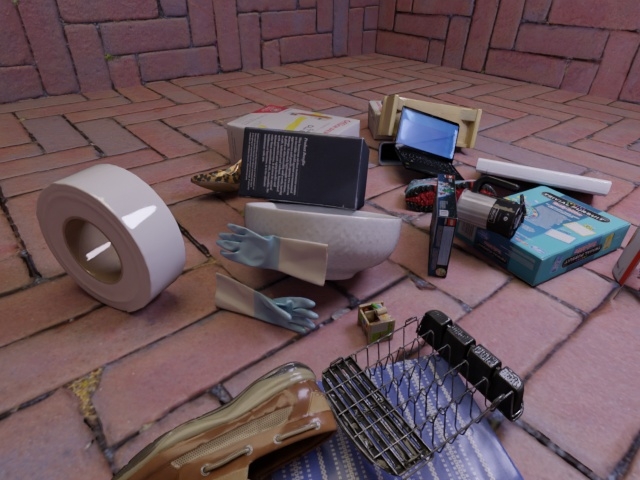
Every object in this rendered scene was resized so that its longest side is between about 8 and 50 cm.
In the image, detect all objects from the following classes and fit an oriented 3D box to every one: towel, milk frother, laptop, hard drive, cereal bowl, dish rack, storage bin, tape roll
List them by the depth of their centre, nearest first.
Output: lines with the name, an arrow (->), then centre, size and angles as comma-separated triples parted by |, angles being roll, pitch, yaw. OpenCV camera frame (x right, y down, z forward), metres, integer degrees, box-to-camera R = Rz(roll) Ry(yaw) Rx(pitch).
towel -> 0.093, 0.296, 0.616 | 0.335, 0.040, 0.243 | -9, 36, -11
dish rack -> 0.147, 0.222, 0.628 | 0.271, 0.074, 0.208 | -22, 40, -24
tape roll -> -0.410, 0.000, 0.825 | 0.286, 0.286, 0.100 | 14, 35, 20
cereal bowl -> 0.000, 0.000, 0.915 | 0.338, 0.141, 0.339 | 6, 8, -1
milk frother -> 0.417, -0.076, 1.005 | 0.134, 0.129, 0.143 | 24, -3, 32
hard drive -> 0.681, -0.200, 1.309 | 0.353, 0.047, 0.233 | 16, 14, 23
laptop -> 0.386, -0.325, 1.421 | 0.234, 0.137, 0.264 | 13, 32, -12
storage bin -> 0.272, -0.332, 1.531 | 0.135, 0.098, 0.091 | -2, 23, -4

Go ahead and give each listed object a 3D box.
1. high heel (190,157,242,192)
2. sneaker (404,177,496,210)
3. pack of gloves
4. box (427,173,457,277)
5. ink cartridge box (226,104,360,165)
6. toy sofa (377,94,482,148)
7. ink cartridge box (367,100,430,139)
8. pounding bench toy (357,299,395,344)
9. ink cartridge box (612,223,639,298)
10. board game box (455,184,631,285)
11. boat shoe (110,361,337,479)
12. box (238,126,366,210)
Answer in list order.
high heel -> -0.269, -0.246, 1.290 | 0.261, 0.186, 0.093 | -2, -9, -21
sneaker -> 0.383, -0.152, 1.242 | 0.261, 0.104, 0.125 | 4, 31, 4
pack of gloves -> -0.108, 0.079, 0.785 | 0.232, 0.195, 0.046 | 13, 24, 17
box -> 0.296, -0.043, 1.019 | 0.044, 0.159, 0.233 | 7, 34, 12
ink cartridge box -> -0.087, -0.343, 1.466 | 0.384, 0.160, 0.279 | 17, 36, 23
toy sofa -> 0.405, -0.450, 1.600 | 0.362, 0.150, 0.177 | 5, 14, -12
ink cartridge box -> 0.348, -0.516, 1.787 | 0.272, 0.114, 0.197 | 0, 34, -4
pounding bench toy -> 0.105, 0.142, 0.798 | 0.052, 0.083, 0.065 | -9, 35, -15
ink cartridge box -> 0.695, 0.030, 0.933 | 0.179, 0.145, 0.045 | -27, 47, -34
board game box -> 0.562, -0.028, 1.077 | 0.336, 0.079, 0.254 | -16, 36, -24
boat shoe -> -0.121, 0.285, 0.523 | 0.324, 0.123, 0.120 | -31, 55, -19
box -> -0.025, -0.188, 1.124 | 0.294, 0.183, 0.296 | 8, 8, 8
